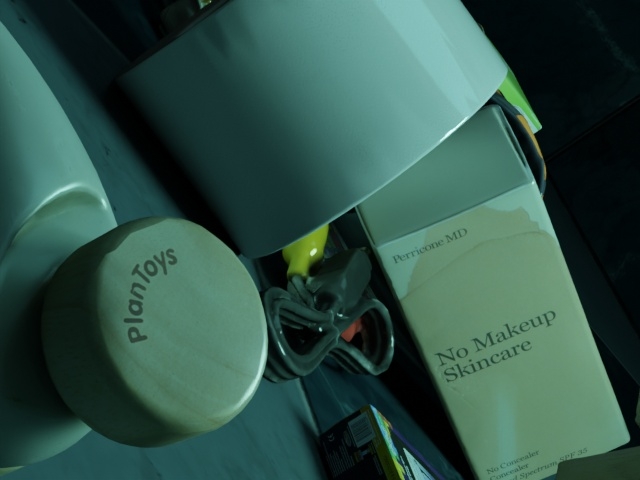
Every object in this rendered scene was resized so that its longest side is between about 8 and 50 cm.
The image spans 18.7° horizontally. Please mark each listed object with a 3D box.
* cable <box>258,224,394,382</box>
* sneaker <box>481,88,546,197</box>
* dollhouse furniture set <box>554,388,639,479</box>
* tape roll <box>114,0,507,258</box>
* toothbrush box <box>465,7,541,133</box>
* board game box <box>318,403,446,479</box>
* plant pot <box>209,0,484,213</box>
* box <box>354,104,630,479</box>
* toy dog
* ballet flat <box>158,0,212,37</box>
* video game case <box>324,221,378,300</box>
[{"bbox_3d":[-0.011,0.066,1.440,0.287,0.072,0.139,-48,121,-66],"label":"cable"},{"bbox_3d":[0.144,0.015,1.761,0.180,0.124,0.321,-111,-168,-84],"label":"sneaker"},{"bbox_3d":[0.381,0.269,1.544,0.362,0.256,0.394,50,40,-31],"label":"dollhouse furniture set"},{"bbox_3d":[-0.007,-0.123,1.436,0.169,0.246,0.246,54,11,-9],"label":"tape roll"},{"bbox_3d":[0.059,-0.178,1.979,0.283,0.206,0.122,50,13,-32],"label":"toothbrush box"},{"bbox_3d":[0.072,0.212,1.307,0.141,0.048,0.170,49,12,-39],"label":"board game box"},{"bbox_3d":[-0.007,-0.176,1.781,0.230,0.215,0.215,34,17,-15],"label":"plant pot"},{"bbox_3d":[0.142,0.056,1.635,0.121,0.148,0.311,-109,174,-53],"label":"box"},{"bbox_3d":[-0.171,-0.036,0.717,0.334,0.220,0.161,50,41,12],"label":"toy dog"},{"bbox_3d":[-0.071,-0.130,1.640,0.213,0.068,0.072,62,13,28],"label":"ballet flat"},{"bbox_3d":[0.000,0.000,1.705,0.166,0.015,0.119,61,12,23],"label":"video game case"}]
